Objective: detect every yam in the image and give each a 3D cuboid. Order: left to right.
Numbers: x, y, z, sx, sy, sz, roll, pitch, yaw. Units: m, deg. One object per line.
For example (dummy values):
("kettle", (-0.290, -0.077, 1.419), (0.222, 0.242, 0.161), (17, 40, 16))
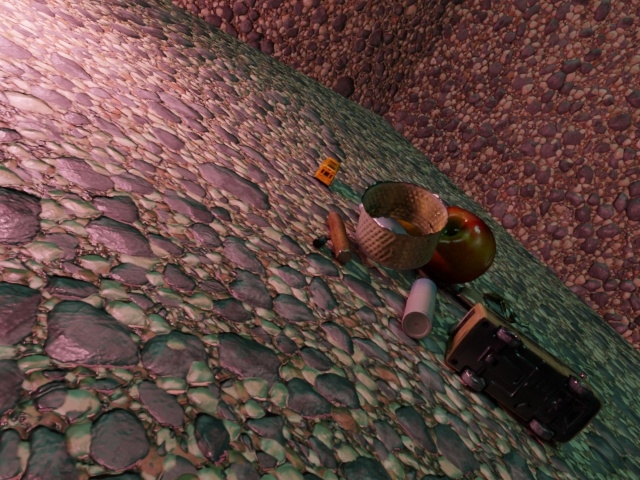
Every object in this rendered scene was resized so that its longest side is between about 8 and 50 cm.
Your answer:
("yam", (0.052, -0.012, 1.528), (0.057, 0.056, 0.241), (29, 24, -20))

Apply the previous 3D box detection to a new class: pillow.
("pillow", (0.559, 0.245, 1.790), (0.232, 0.043, 0.126), (44, 23, 10))

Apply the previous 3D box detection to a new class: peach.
("peach", (0.455, 0.035, 1.793), (0.248, 0.245, 0.274), (50, 0, 43))

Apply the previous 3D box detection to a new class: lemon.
("lemon", (0.319, -0.102, 1.966), (0.207, 0.170, 0.170), (42, 21, 24))

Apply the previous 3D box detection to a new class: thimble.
("thimble", (0.242, -0.051, 1.623), (0.271, 0.150, 0.270), (6, 40, -5))

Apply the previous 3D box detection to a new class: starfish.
("starfish", (0.652, 0.231, 1.902), (0.213, 0.057, 0.238), (45, 8, -30))

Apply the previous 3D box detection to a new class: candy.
("candy", (0.220, -0.062, 1.856), (0.138, 0.071, 0.174), (8, 36, -52))

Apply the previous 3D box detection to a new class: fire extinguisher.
("fire extinguisher", (0.000, 0.000, 1.454), (0.038, 0.025, 0.083), (17, 17, 15))

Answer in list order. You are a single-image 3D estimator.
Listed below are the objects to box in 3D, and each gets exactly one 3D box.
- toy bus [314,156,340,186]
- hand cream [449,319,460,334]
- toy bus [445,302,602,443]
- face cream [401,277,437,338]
("toy bus", (0.030, -0.261, 1.970), (0.070, 0.074, 0.162), (34, 22, -5))
("hand cream", (0.408, 0.261, 1.545), (0.057, 0.037, 0.165), (45, 17, 20))
("toy bus", (0.511, 0.331, 1.352), (0.365, 0.177, 0.202), (37, 15, 3))
("face cream", (0.271, 0.178, 1.430), (0.077, 0.077, 0.250), (38, 22, 3))
